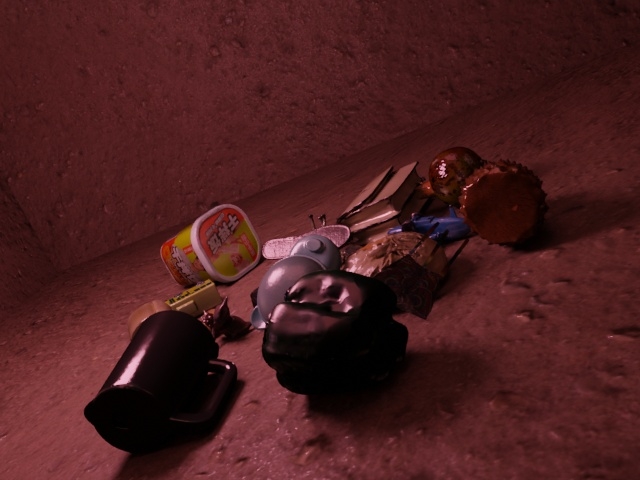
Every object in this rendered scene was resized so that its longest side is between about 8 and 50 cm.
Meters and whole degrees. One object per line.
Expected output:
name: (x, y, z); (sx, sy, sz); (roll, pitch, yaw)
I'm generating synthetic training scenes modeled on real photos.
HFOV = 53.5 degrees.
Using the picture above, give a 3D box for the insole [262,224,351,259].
insole: (-0.047, 0.008, 2.058); (0.309, 0.012, 0.110); (-8, 64, 20)

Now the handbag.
handbag: (0.215, -0.125, 2.159); (0.237, 0.160, 0.358); (-23, 14, 31)

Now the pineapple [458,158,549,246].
pineapple: (0.488, -0.111, 1.673); (0.223, 0.223, 0.357); (-17, 3, 22)

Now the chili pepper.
chili pepper: (0.033, 0.189, 1.278); (0.257, 0.233, 0.248); (-4, 39, 33)

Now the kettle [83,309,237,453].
kettle: (-0.353, 0.337, 1.466); (0.203, 0.262, 0.308); (-55, 8, 22)

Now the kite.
kite: (0.248, 0.061, 1.502); (0.285, 0.152, 0.015); (-45, -15, -32)

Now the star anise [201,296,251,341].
star anise: (-0.317, 0.277, 1.718); (0.218, 0.148, 0.227); (12, 53, 5)

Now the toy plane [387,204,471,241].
toy plane: (0.304, -0.031, 1.829); (0.271, 0.105, 0.254); (-18, 13, 33)

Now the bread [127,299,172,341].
bread: (-0.507, 0.267, 1.930); (0.148, 0.134, 0.141); (-38, 22, -8)

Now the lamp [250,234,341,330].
lamp: (-0.049, 0.116, 1.614); (0.209, 0.147, 0.284); (19, 60, 27)

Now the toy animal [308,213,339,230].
toy animal: (0.005, 0.000, 2.147); (0.073, 0.176, 0.217); (0, 0, 25)

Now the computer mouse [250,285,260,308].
computer mouse: (-0.062, 0.137, 1.786); (0.269, 0.100, 0.170); (-33, 19, -16)

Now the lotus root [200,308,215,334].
lotus root: (-0.320, 0.240, 1.883); (0.073, 0.062, 0.150); (-19, 18, 15)

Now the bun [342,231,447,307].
bun: (0.179, 0.060, 1.613); (0.287, 0.146, 0.287); (-17, 17, 5)

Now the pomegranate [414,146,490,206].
pomegranate: (0.424, -0.206, 2.053); (0.198, 0.198, 0.246); (-32, 19, -30)

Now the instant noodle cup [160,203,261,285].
instant noodle cup: (-0.429, 0.036, 2.394); (0.308, 0.294, 0.294); (-17, 15, 45)

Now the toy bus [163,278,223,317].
toy bus: (-0.421, 0.204, 2.099); (0.175, 0.088, 0.101); (-27, 17, -19)

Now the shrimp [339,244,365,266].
shrimp: (0.074, 0.066, 1.927); (0.169, 0.058, 0.296); (-36, 15, -19)
